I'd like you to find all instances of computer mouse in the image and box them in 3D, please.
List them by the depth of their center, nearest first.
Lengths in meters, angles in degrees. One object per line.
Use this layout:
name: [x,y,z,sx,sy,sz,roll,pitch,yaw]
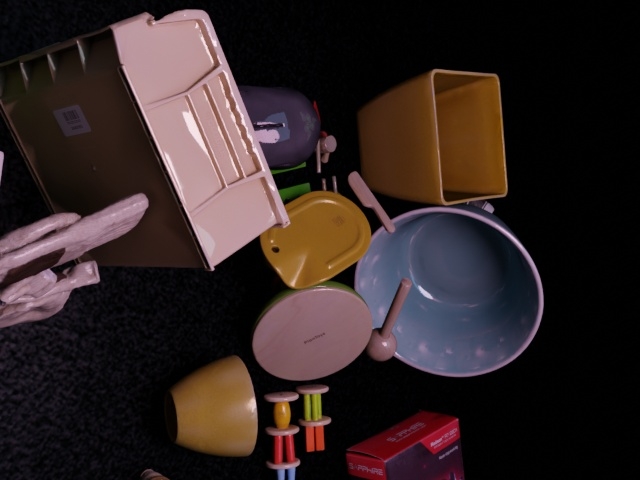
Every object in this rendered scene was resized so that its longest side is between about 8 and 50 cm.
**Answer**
computer mouse: [-0.103,-0.143,1.097,0.272,0.072,0.188,-13,98,-32]

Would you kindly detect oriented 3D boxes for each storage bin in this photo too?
storage bin: [-0.206,-0.103,0.890,0.123,0.262,0.260,-38,116,-40]

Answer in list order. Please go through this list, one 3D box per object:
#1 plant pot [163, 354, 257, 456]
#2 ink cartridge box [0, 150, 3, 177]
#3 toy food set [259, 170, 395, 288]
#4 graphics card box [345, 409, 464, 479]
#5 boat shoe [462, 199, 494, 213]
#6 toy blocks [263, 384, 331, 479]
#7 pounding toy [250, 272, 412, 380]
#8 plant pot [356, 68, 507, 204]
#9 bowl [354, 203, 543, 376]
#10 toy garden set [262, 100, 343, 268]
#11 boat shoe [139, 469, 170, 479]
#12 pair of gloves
plant pot: [-0.151,0.222,1.057,0.095,0.134,0.134,-4,91,-25]
ink cartridge box: [-0.414,-0.101,0.778,0.189,0.097,0.255,12,80,-48]
toy food set: [0.000,0.000,1.179,0.218,0.071,0.128,-30,72,-33]
graphics card box: [0.165,0.513,1.415,0.233,0.094,0.371,-11,98,-48]
boat shoe: [0.252,-0.007,1.556,0.070,0.078,0.219,40,61,-2]
toy blocks: [-0.033,0.302,1.226,0.123,0.054,0.148,-2,90,-48]
pounding toy: [0.002,0.107,1.223,0.237,0.110,0.183,-5,127,-15]
plant pot: [0.181,-0.169,1.385,0.212,0.187,0.212,-10,96,-48]
bowl: [0.228,0.058,1.384,0.311,0.311,0.163,71,25,-19]
toy garden set: [-0.040,-0.099,1.241,0.204,0.049,0.244,-19,102,-45]
boat shoe: [-0.218,0.372,1.025,0.056,0.048,0.153,3,90,-32]
pair of gloves: [-0.294,0.043,0.816,0.204,0.240,0.042,-22,79,-46]
